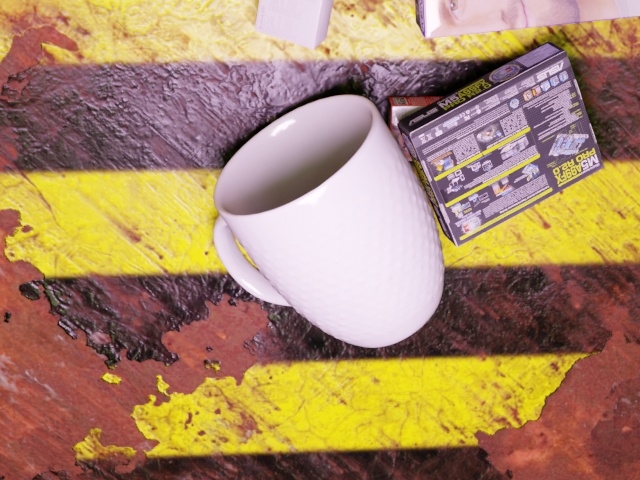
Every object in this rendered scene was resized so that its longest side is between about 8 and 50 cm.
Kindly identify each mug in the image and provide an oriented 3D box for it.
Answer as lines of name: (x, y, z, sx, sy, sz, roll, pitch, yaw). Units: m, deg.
mug: (0.000, 0.000, 1.800, 0.374, 0.276, 0.328, -12, 126, 34)

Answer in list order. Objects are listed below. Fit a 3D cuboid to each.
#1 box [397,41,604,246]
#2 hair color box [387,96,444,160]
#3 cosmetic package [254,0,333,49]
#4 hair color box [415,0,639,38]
box: (0.278, -0.145, 1.791, 0.270, 0.060, 0.216, -29, 119, -3)
hair color box: (0.189, -0.174, 1.831, 0.167, 0.053, 0.093, -1, 114, -3)
cosmetic package: (-0.024, -0.403, 1.675, 0.099, 0.060, 0.239, 20, 124, 12)
hair color box: (0.306, -0.410, 1.710, 0.339, 0.110, 0.185, -6, 115, 0)
